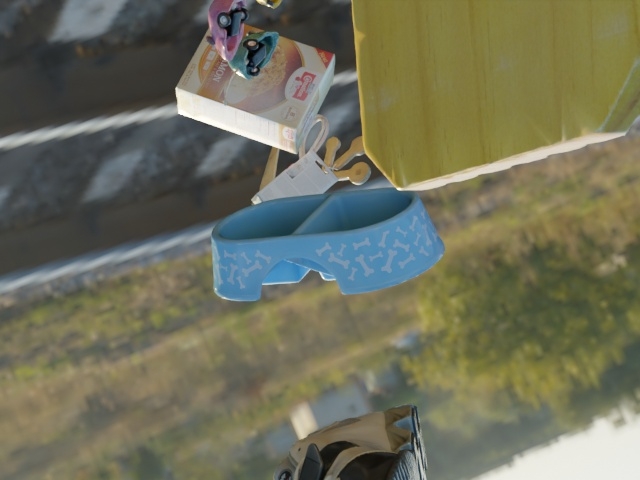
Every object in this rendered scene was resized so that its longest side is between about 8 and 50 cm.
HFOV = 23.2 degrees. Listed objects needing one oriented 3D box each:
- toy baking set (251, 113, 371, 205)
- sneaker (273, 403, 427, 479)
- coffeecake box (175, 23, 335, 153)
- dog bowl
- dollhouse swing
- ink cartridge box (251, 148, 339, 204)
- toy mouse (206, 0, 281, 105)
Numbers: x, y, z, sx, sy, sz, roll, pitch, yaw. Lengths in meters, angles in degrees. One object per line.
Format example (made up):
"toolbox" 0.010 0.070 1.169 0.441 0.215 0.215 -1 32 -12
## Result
"toy baking set" -0.018 -0.095 2.412 0.196 0.256 0.030 -55 137 -3
"sneaker" 0.026 0.245 1.476 0.146 0.122 0.330 -7 -174 5
"coffeecake box" -0.091 -0.223 2.217 0.068 0.186 0.142 93 20 -60
"dog bowl" 0.000 0.000 1.867 0.297 0.074 0.166 -4 -158 27
"dollhouse swing" 0.193 -0.231 1.130 0.315 0.304 0.347 -19 -178 -35
"ink cartridge box" -0.035 -0.071 2.208 0.115 0.063 0.029 -41 180 -27
"toy mouse" -0.077 -0.199 1.483 0.031 0.143 0.161 22 -176 22
